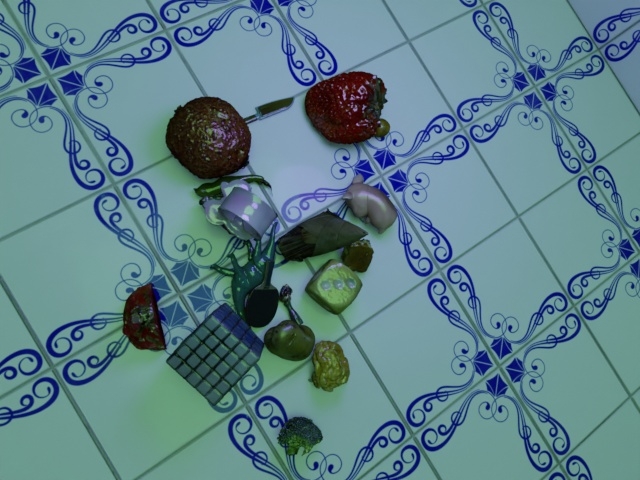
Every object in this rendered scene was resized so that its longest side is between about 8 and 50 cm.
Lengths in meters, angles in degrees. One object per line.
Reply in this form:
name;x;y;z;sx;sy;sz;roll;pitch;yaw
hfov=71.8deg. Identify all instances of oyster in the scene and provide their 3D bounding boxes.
oyster;-0.141;0.212;1.792;0.054;0.019;0.083;1;53;8

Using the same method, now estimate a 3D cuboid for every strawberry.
strawberry;0.094;-0.571;1.881;0.351;0.267;0.312;14;83;15

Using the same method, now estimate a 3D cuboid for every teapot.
teapot;-0.113;0.295;1.785;0.043;0.043;0.111;-29;86;-16

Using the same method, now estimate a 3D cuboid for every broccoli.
broccoli;-0.081;0.753;1.682;0.154;0.167;0.160;25;105;24

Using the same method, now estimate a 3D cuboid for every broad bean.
broad bean;-0.355;-0.222;1.804;0.318;0.056;0.098;-4;67;-14

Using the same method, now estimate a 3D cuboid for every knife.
knife;-0.256;-0.552;1.901;0.343;0.027;0.061;-25;83;-16

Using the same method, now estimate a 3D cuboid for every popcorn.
popcorn;0.045;0.496;1.740;0.163;0.140;0.194;9;81;-6

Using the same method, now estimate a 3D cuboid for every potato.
potato;-0.117;0.386;1.706;0.200;0.154;0.137;30;59;-35

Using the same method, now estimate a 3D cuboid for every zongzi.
zongzi;0.000;0.000;1.723;0.289;0.317;0.154;-30;107;-15

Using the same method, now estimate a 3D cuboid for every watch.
watch;-0.282;-0.121;1.618;0.248;0.217;0.211;38;72;-10

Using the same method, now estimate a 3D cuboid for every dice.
dice;0.052;0.187;1.773;0.169;0.169;0.166;40;75;-4

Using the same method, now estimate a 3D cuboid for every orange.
orange;0.264;-0.505;1.983;0.095;0.085;0.085;0;81;-6

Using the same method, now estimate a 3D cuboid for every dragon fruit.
dragon fruit;-0.647;0.279;1.587;0.134;0.211;0.262;-12;78;-22

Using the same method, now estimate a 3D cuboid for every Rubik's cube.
Rubik's cube;-0.365;0.398;1.586;0.238;0.237;0.237;-45;94;0

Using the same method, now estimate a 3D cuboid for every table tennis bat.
table tennis bat;-0.219;0.210;1.727;0.154;0.021;0.274;6;98;-44

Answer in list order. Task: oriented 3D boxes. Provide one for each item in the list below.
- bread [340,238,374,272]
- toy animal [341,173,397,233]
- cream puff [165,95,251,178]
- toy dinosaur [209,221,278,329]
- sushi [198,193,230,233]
bread;0.149;0.062;1.839;0.128;0.069;0.140;6;122;-17
toy animal;0.213;-0.149;1.873;0.250;0.154;0.166;34;33;-5
cream puff;-0.439;-0.409;1.728;0.350;0.228;0.350;1;82;-5
toy dinosaur;-0.238;0.163;1.762;0.383;0.129;0.331;-35;100;-17
sushi;-0.356;-0.097;1.758;0.241;0.107;0.161;-3;79;-19
